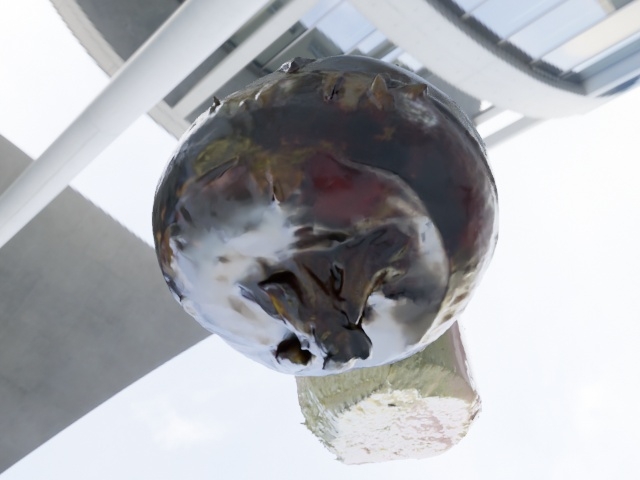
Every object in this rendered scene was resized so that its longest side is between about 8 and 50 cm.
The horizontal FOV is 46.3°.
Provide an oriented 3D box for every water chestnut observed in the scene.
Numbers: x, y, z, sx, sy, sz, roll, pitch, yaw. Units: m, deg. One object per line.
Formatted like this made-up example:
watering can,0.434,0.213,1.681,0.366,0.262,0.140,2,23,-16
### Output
water chestnut,0.000,0.000,0.613,0.300,0.300,0.300,20,-122,-36

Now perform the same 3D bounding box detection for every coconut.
coconut,0.072,0.134,0.927,0.233,0.233,0.245,28,-146,-31
